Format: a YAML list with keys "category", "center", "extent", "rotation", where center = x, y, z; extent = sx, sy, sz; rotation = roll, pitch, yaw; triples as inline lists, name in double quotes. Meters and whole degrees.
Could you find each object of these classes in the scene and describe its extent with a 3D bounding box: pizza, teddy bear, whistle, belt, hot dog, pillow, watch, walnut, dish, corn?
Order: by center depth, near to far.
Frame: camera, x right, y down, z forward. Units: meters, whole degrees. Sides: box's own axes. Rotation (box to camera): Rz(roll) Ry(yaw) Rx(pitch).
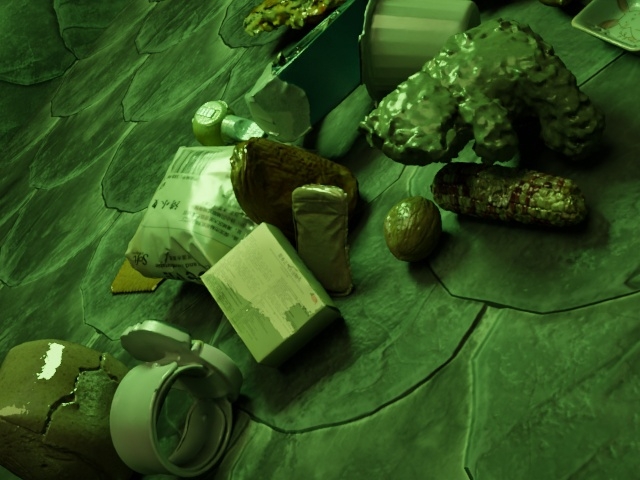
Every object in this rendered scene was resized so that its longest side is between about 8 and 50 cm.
- category: "corn"
  center: [0.312, -0.077, 1.281]
  extent: [0.289, 0.098, 0.098]
  rotation: [14, 64, 49]
- category: "teddy bear"
  center: [0.251, -0.229, 1.336]
  extent: [0.367, 0.224, 0.357]
  rotation: [-27, 36, 2]
- category: "watch"
  center: [-0.279, 0.287, 1.349]
  extent: [0.196, 0.244, 0.231]
  rotation: [-8, 42, 38]
- category: "walnut"
  center: [0.165, -0.019, 1.359]
  extent: [0.105, 0.105, 0.124]
  rotation: [5, 58, 46]
- category: "dish"
  center: [0.581, -0.389, 1.366]
  extent: [0.154, 0.064, 0.234]
  rotation: [-40, 35, 4]
- category: "pillow"
  center: [0.002, 0.000, 1.436]
  extent: [0.135, 0.211, 0.034]
  rotation: [9, 17, 38]
- category: "hot dog"
  center: [-0.062, -0.108, 1.527]
  extent: [0.122, 0.272, 0.196]
  rotation: [-38, 45, 55]
- category: "belt"
  center: [0.003, -0.399, 1.766]
  extent: [0.300, 0.173, 0.436]
  rotation: [-25, 19, 50]
- category: "whistle"
  center: [-0.225, -0.272, 1.888]
  extent: [0.223, 0.123, 0.123]
  rotation: [18, 65, 25]
- category: "pizza"
  center: [0.024, -0.697, 2.155]
  extent: [0.440, 0.130, 0.406]
  rotation: [-43, 35, -17]

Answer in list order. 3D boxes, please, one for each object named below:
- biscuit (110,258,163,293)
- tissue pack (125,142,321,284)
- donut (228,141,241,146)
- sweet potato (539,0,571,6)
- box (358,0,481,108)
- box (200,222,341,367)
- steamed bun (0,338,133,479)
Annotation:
- category: "biscuit"
  center: [-0.419, 0.032, 1.933]
  extent: [0.232, 0.013, 0.237]
  rotation: [-6, 51, 40]
- category: "tissue pack"
  center: [-0.213, -0.061, 1.675]
  extent: [0.375, 0.195, 0.390]
  rotation: [6, 57, 33]
- category: "donut"
  center: [-0.209, -0.201, 1.922]
  extent: [0.174, 0.068, 0.175]
  rotation: [-25, 39, 22]
- category: "sweet potato"
  center: [0.488, -0.601, 1.641]
  extent: [0.109, 0.109, 0.385]
  rotation: [-26, 34, 22]
- category: "box"
  center: [0.222, -0.393, 1.604]
  extent: [0.206, 0.291, 0.262]
  rotation: [9, 71, 22]
- category: "box"
  center: [-0.092, 0.100, 1.409]
  extent: [0.168, 0.095, 0.212]
  rotation: [-41, 65, 7]
- category: "steamed bun"
  center: [-0.463, 0.320, 1.431]
  extent: [0.199, 0.301, 0.251]
  rotation: [-51, 23, 25]
